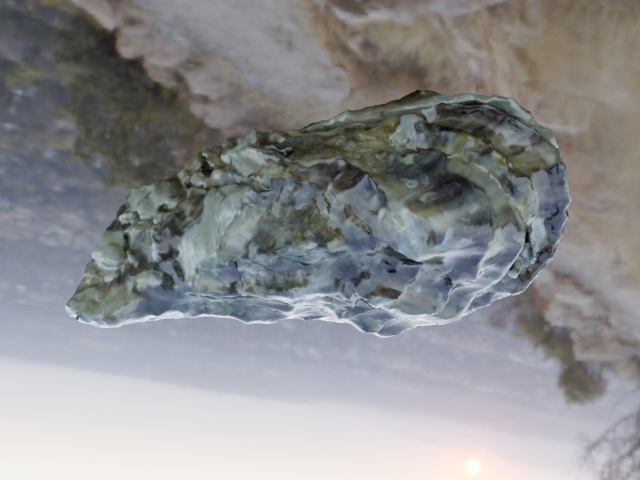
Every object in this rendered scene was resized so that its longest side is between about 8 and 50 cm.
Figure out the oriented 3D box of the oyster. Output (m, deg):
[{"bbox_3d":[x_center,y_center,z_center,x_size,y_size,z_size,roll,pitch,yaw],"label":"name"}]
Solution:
[{"bbox_3d":[-0.005,-0.002,0.750,0.351,0.162,0.158,-13,-179,6],"label":"oyster"}]
